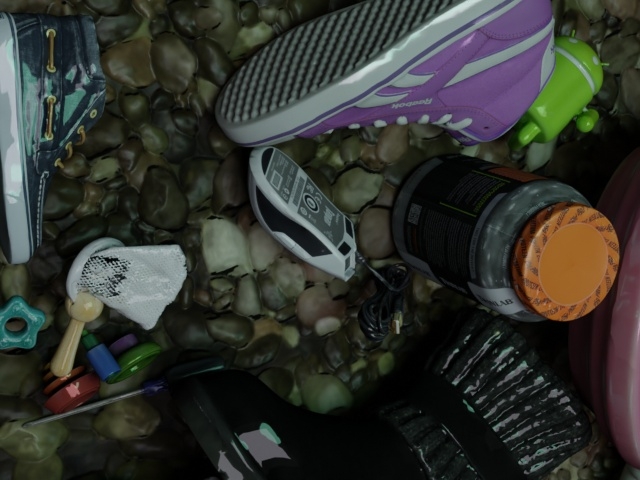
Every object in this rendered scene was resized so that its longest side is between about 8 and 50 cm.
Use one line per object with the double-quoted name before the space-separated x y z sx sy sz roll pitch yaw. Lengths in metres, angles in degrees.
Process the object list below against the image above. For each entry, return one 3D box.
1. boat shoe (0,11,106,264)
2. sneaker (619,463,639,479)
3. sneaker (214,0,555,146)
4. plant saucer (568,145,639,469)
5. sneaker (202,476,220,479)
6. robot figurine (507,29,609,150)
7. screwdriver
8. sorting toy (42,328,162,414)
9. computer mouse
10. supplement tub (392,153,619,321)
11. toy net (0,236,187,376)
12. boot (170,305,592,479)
"boat shoe" -0.198 -0.075 0.873 0.083 0.065 0.183 -7 106 -26
"sneaker" 0.425 0.279 1.263 0.305 0.114 0.152 12 111 -24
"sneaker" 0.065 -0.114 0.966 0.282 0.102 0.161 -25 132 0
"plant saucer" 0.314 0.041 1.087 0.332 0.084 0.332 -26 123 -50
"sneaker" -0.051 0.290 0.994 0.090 0.094 0.235 -49 141 -14
"robot figurine" 0.200 -0.132 1.055 0.101 0.067 0.115 45 81 2
"screwdriver" -0.158 0.124 0.975 0.169 0.025 0.024 -14 109 -14
"sorting toy" -0.176 0.094 0.940 0.102 0.061 0.042 -30 80 -25
"computer mouse" 0.000 0.000 0.990 0.042 0.106 0.193 -35 110 28
"supplement tub" 0.151 -0.002 0.993 0.117 0.190 0.117 -7 106 -24
"toy net" -0.213 0.047 0.882 0.232 0.045 0.122 -29 118 -6
"boot" 0.060 0.149 1.017 0.260 0.131 0.348 -46 127 -3
